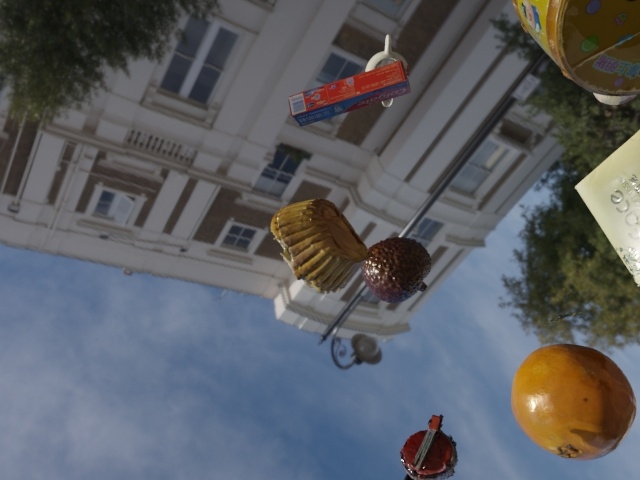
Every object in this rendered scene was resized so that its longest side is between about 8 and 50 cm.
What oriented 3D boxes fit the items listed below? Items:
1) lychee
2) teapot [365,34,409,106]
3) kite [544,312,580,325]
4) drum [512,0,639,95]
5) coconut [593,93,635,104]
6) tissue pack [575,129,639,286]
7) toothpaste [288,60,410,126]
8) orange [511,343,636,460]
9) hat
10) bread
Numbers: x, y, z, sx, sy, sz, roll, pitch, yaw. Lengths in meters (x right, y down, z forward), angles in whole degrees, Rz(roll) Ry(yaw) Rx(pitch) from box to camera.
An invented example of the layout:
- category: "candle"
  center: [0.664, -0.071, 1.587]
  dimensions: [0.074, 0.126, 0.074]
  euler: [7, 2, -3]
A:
- category: "lychee"
  center: [0.274, 0.104, 2.141]
  dimensions: [0.261, 0.260, 0.260]
  euler: [25, -149, -17]
- category: "teapot"
  center: [0.218, -0.555, 1.943]
  dimensions: [0.145, 0.226, 0.092]
  euler: [-3, -166, -2]
- category: "kite"
  center: [0.769, 0.245, 1.888]
  dimensions: [0.090, 0.122, 0.004]
  euler: [-35, -76, -78]
- category: "drum"
  center: [0.581, -0.497, 1.086]
  dimensions: [0.431, 0.431, 0.214]
  euler: [17, -142, -28]
- category: "coconut"
  center: [0.692, -0.372, 1.388]
  dimensions: [0.110, 0.110, 0.124]
  euler: [59, 174, 35]
- category: "tissue pack"
  center: [1.040, -0.107, 1.813]
  dimensions: [0.205, 0.331, 0.405]
  euler: [2, -127, -30]
- category: "toothpaste"
  center: [0.076, -0.391, 1.590]
  dimensions: [0.076, 0.320, 0.066]
  euler: [34, -136, -69]
- category: "orange"
  center: [0.661, 0.423, 1.566]
  dimensions: [0.312, 0.312, 0.312]
  euler: [25, -149, -17]
- category: "hat"
  center: [0.260, 0.528, 1.369]
  dimensions: [0.129, 0.227, 0.140]
  euler: [-5, -142, 17]
- category: "bread"
  center: [0.000, 0.000, 1.542]
  dimensions: [0.274, 0.149, 0.274]
  euler: [34, -151, -22]
